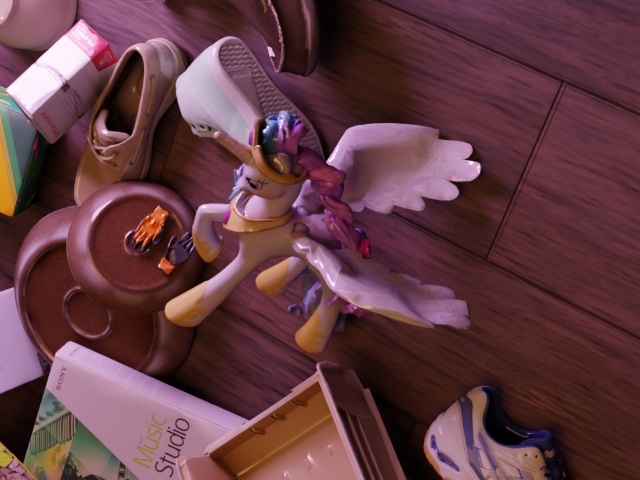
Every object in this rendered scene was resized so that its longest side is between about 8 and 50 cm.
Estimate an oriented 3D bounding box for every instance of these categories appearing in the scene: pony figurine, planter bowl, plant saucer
[{"bbox_3d":[0.000,0.000,1.423,0.350,0.303,0.363,14,141,-14],"label":"pony figurine"},{"bbox_3d":[-0.459,-0.361,1.688,0.162,0.109,0.162,6,102,27],"label":"planter bowl"},{"bbox_3d":[-0.339,0.102,1.715,0.310,0.050,0.311,8,113,18],"label":"plant saucer"},{"bbox_3d":[-0.261,0.006,1.624,0.198,0.036,0.199,3,80,-14],"label":"plant saucer"}]

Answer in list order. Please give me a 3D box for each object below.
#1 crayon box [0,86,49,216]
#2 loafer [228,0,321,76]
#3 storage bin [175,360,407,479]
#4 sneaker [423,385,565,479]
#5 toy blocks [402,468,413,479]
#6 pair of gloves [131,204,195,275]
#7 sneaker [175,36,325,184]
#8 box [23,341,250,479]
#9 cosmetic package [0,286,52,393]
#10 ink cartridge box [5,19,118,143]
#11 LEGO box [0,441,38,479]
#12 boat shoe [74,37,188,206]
[{"bbox_3d":[-0.559,-0.169,1.745,0.278,0.081,0.165,23,111,2],"label":"crayon box"},{"bbox_3d":[-0.115,-0.367,1.474,0.130,0.134,0.366,-25,86,-14],"label":"loafer"},{"bbox_3d":[-0.032,0.329,1.492,0.262,0.123,0.260,-36,57,22],"label":"storage bin"},{"bbox_3d":[0.268,0.314,1.443,0.296,0.112,0.131,43,115,13],"label":"sneaker"},{"bbox_3d":[0.056,0.469,1.562,0.261,0.190,0.381,45,115,26],"label":"toy blocks"},{"bbox_3d":[-0.221,0.000,1.610,0.083,0.010,0.074,40,74,-6],"label":"pair of gloves"},{"bbox_3d":[-0.098,-0.147,1.570,0.151,0.094,0.256,-19,107,53],"label":"sneaker"},{"bbox_3d":[-0.275,0.318,1.706,0.321,0.058,0.232,23,110,7],"label":"box"},{"bbox_3d":[-0.556,0.178,1.811,0.183,0.151,0.151,-20,91,28],"label":"cosmetic package"},{"bbox_3d":[-0.363,-0.224,1.627,0.063,0.109,0.150,42,80,14],"label":"ink cartridge box"},{"bbox_3d":[-0.559,0.558,1.784,0.372,0.193,0.500,42,132,13],"label":"LEGO box"},{"bbox_3d":[-0.296,-0.157,1.647,0.109,0.098,0.302,39,116,16],"label":"boat shoe"}]
